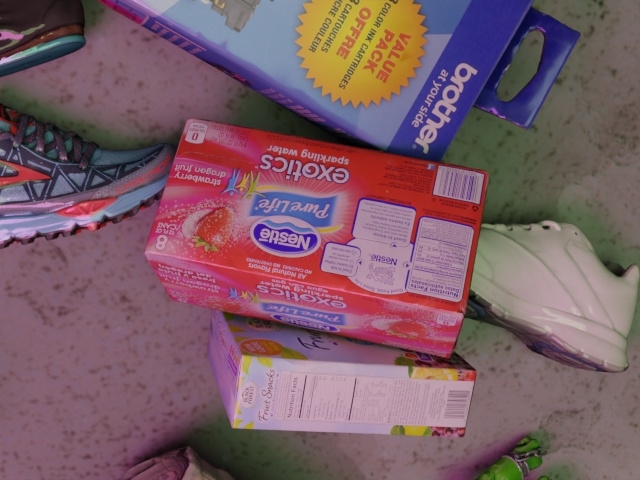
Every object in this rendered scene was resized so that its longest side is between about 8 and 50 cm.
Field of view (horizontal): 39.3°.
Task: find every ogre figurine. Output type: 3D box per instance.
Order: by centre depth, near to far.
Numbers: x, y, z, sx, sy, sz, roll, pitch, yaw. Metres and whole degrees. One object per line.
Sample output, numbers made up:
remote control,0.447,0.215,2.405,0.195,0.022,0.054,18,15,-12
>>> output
ogre figurine,0.189,0.319,0.954,0.118,0.097,0.197,-6,120,-31

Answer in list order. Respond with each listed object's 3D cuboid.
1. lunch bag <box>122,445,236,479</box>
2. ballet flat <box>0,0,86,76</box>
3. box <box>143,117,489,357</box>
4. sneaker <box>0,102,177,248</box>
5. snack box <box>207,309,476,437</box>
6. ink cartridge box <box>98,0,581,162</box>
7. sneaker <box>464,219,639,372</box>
lunch bag,-0.133,0.349,0.837,0.287,0.169,0.235,-44,108,3
ballet flat,-0.329,-0.147,0.721,0.280,0.095,0.096,-28,97,-11
box,0.000,0.000,0.750,0.256,0.123,0.128,11,67,7
sneaker,-0.247,-0.062,0.750,0.261,0.104,0.125,-13,103,-11
snack box,0.011,0.111,0.815,0.207,0.174,0.070,4,102,-16
ink cartridge box,0.030,-0.235,0.760,0.395,0.151,0.270,27,95,-20
sneaker,0.194,0.030,0.896,0.297,0.111,0.129,25,79,-21
